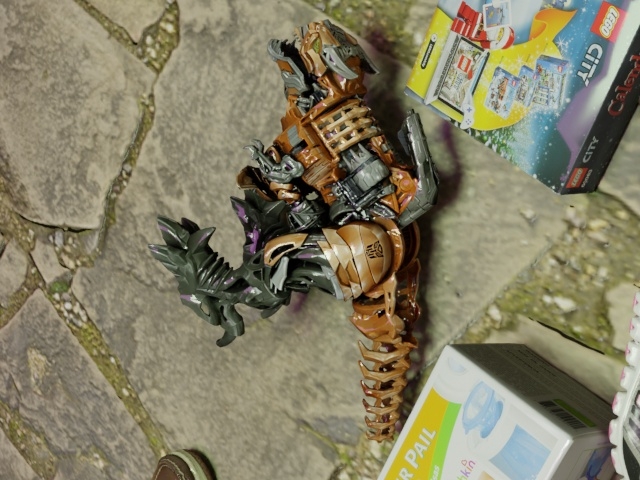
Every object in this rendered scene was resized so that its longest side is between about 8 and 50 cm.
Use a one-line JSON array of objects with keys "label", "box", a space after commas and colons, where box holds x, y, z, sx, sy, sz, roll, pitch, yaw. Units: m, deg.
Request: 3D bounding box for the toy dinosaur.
[{"label": "toy dinosaur", "box": [0.000, 0.000, 0.812, 0.218, 0.164, 0.322, -11, 76, 31]}]

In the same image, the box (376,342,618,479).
[{"label": "box", "box": [0.111, 0.186, 0.719, 0.114, 0.103, 0.203, 36, 109, 37]}]

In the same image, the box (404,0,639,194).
[{"label": "box", "box": [0.162, -0.170, 0.690, 0.159, 0.044, 0.233, 41, 122, 36]}]

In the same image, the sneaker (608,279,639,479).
[{"label": "sneaker", "box": [0.232, 0.096, 0.635, 0.075, 0.063, 0.170, 13, 99, 51]}]

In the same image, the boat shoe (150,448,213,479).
[{"label": "boat shoe", "box": [-0.166, 0.346, 1.052, 0.095, 0.095, 0.257, 15, 105, 44]}]
